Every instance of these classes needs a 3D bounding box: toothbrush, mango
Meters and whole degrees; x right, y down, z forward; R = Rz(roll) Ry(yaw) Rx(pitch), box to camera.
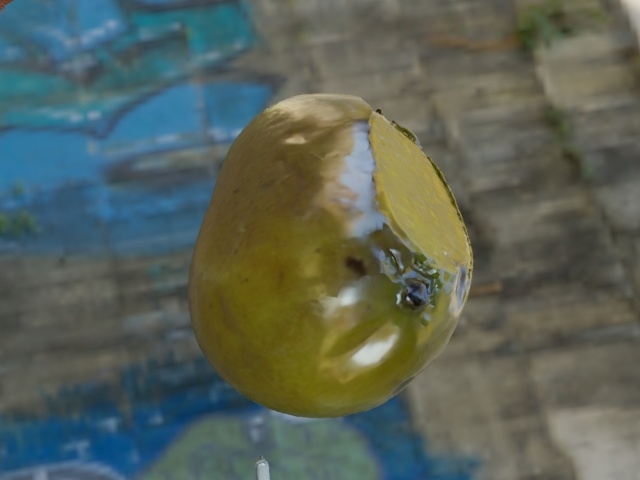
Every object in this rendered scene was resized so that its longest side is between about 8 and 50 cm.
[{"bbox_3d":[-0.029,0.184,1.065,0.013,0.011,0.131,-107,-167,-70],"label":"toothbrush"},{"bbox_3d":[0.000,0.000,1.117,0.130,0.167,0.262,54,20,-31],"label":"mango"}]

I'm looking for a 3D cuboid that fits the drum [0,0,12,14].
[{"bbox_3d":[-0.161,-0.173,0.638,0.130,0.049,0.253,33,-41,33],"label":"drum"}]
